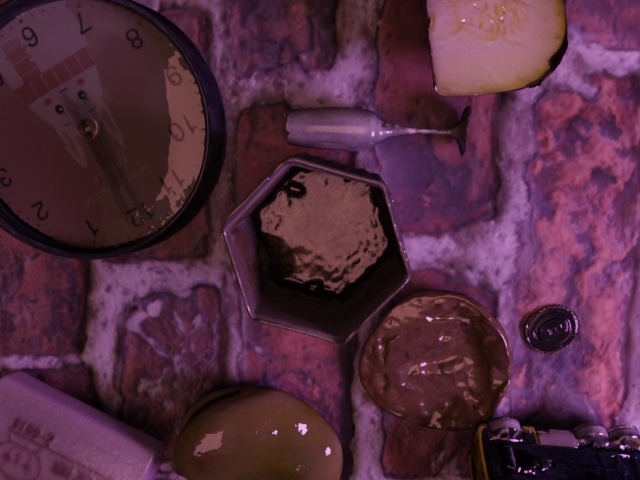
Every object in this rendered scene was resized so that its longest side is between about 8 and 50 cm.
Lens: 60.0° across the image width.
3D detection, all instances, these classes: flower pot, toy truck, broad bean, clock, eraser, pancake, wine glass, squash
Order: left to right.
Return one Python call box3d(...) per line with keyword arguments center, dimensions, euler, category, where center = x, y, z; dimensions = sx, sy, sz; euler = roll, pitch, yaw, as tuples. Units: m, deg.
box3d(center=(-0.396, 0.338, 0.855), dimensions=(0.270, 0.095, 0.174), euler=(24, 94, 4), category="eraser")
box3d(center=(-0.330, -0.159, 0.785), dimensions=(0.386, 0.076, 0.386), euler=(0, 100, 2), category="clock")
box3d(center=(-0.089, 0.317, 0.856), dimensions=(0.263, 0.121, 0.189), euler=(26, 95, -18), category="broad bean")
box3d(center=(0.000, 0.000, 0.746), dimensions=(0.209, 0.189, 0.239), euler=(-16, 98, 5), category="flower pot")
box3d(center=(0.074, -0.156, 0.778), dimensions=(0.262, 0.074, 0.074), euler=(2, 100, 3), category="wine glass")
box3d(center=(0.172, 0.186, 0.845), dimensions=(0.242, 0.050, 0.241), euler=(2, 107, 7), category="pancake")
box3d(center=(0.229, -0.305, 0.702), dimensions=(0.155, 0.204, 0.236), euler=(2, 101, 25), category="squash")
box3d(center=(0.355, 0.136, 0.846), dimensions=(0.083, 0.010, 0.074), euler=(-30, 97, 7), category="clock")
box3d(center=(0.359, 0.360, 0.829), dimensions=(0.272, 0.124, 0.157), euler=(5, 133, -2), category="toy truck")
